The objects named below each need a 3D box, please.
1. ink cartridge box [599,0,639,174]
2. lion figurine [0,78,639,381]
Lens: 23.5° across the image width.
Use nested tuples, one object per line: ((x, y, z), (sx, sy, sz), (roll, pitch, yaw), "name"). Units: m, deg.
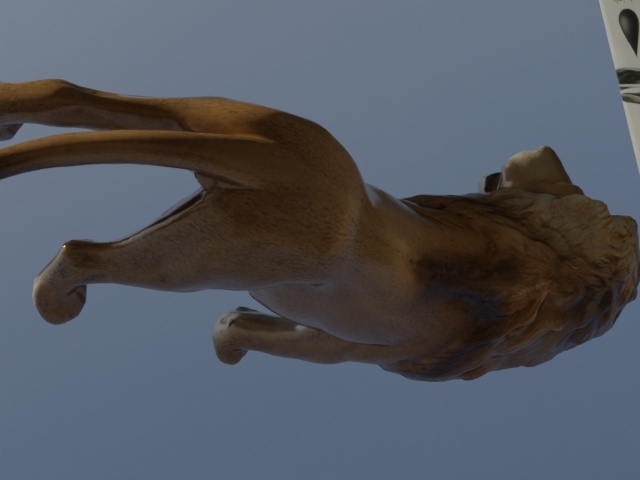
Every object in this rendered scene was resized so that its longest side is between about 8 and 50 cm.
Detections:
((0.209, -0.074, 0.656), (0.086, 0.148, 0.203), (-24, -76, -38), "ink cartridge box")
((0.000, 0.000, 0.797), (0.392, 0.240, 0.142), (10, -99, -58), "lion figurine")
